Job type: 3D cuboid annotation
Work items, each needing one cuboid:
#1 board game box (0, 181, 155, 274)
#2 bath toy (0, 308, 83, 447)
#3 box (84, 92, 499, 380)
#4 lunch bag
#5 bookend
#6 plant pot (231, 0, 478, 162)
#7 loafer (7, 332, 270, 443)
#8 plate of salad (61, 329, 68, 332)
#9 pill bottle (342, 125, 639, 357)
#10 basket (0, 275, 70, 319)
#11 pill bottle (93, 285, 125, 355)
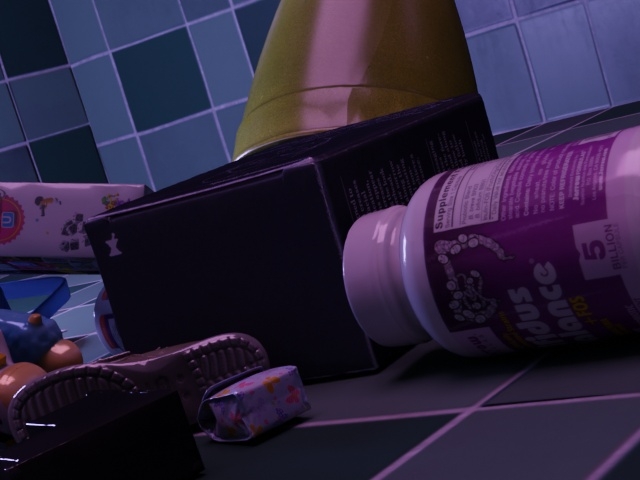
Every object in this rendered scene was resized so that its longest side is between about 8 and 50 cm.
[{"bbox_3d":[-0.348,-0.012,1.699,0.303,0.097,0.224,1,-7,4],"label":"board game box"},{"bbox_3d":[-0.390,0.181,1.381,0.151,0.129,0.348,9,20,29],"label":"bath toy"},{"bbox_3d":[0.000,0.000,1.485,0.293,0.212,0.395,-12,8,33],"label":"box"},{"bbox_3d":[-0.063,0.141,1.191,0.071,0.053,0.083,-22,2,-34],"label":"lunch bag"},{"bbox_3d":[-0.205,0.184,1.119,0.157,0.072,0.156,-23,8,-35],"label":"bookend"},{"bbox_3d":[0.061,-0.225,1.903,0.366,0.353,0.366,2,-22,1],"label":"plant pot"},{"bbox_3d":[-0.167,0.149,1.288,0.251,0.094,0.087,-12,-4,1],"label":"loafer"},{"bbox_3d":[-0.473,0.162,2.031,0.200,0.048,0.200,-10,-1,0],"label":"plate of salad"},{"bbox_3d":[0.175,0.011,1.164,0.301,0.169,0.169,-13,8,35],"label":"pill bottle"},{"bbox_3d":[-0.465,0.121,1.678,0.254,0.201,0.289,-8,17,13],"label":"basket"},{"bbox_3d":[-0.177,0.085,1.667,0.193,0.108,0.108,-10,10,41],"label":"pill bottle"}]
